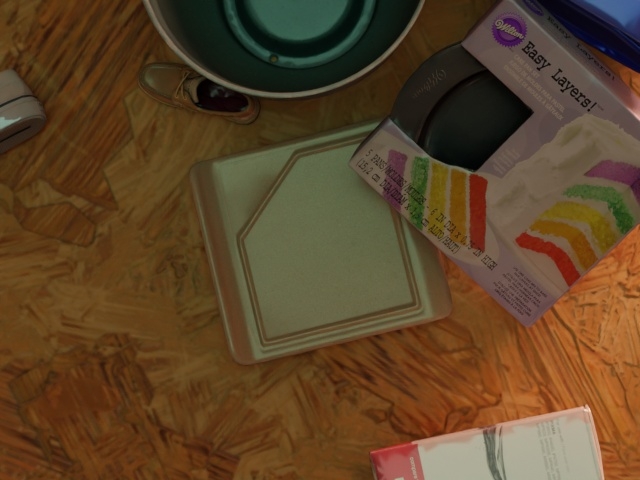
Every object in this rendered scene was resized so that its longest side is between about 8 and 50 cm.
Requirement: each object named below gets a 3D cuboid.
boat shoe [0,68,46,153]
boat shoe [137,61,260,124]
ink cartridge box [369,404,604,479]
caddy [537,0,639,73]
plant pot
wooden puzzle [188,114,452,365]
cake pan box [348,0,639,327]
[{"bbox_3d":[-0.402,-0.104,1.991,0.226,0.083,0.076,-27,71,-11],"label":"boat shoe"},{"bbox_3d":[-0.129,-0.160,1.989,0.135,0.045,0.050,15,85,5],"label":"boat shoe"},{"bbox_3d":[0.165,0.230,1.871,0.217,0.158,0.092,-14,82,2],"label":"ink cartridge box"},{"bbox_3d":[0.287,-0.302,1.885,0.341,0.241,0.179,32,93,6],"label":"caddy"},{"bbox_3d":[-0.028,-0.272,1.919,0.293,0.196,0.293,0,84,4],"label":"plant pot"},{"bbox_3d":[0.000,0.000,1.969,0.238,0.044,0.221,-13,83,-3],"label":"wooden puzzle"},{"bbox_3d":[0.197,-0.085,1.883,0.267,0.070,0.246,44,111,-5],"label":"cake pan box"}]
